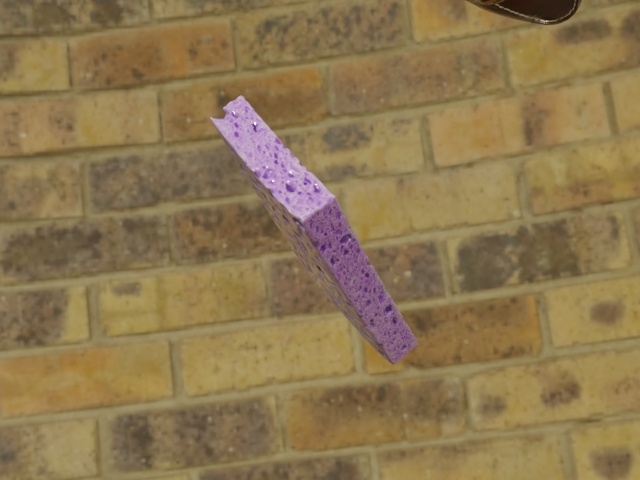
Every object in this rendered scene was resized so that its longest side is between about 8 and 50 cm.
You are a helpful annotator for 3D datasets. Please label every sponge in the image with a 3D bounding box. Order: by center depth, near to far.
[{"bbox_3d":[0.000,0.000,0.666,0.031,0.117,0.210,-38,-37,-6],"label":"sponge"}]

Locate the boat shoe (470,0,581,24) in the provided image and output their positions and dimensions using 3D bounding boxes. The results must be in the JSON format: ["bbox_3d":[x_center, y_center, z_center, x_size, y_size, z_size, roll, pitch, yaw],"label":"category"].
[{"bbox_3d":[0.201,-0.340,1.167,0.342,0.123,0.123,22,-52,-30],"label":"boat shoe"}]
